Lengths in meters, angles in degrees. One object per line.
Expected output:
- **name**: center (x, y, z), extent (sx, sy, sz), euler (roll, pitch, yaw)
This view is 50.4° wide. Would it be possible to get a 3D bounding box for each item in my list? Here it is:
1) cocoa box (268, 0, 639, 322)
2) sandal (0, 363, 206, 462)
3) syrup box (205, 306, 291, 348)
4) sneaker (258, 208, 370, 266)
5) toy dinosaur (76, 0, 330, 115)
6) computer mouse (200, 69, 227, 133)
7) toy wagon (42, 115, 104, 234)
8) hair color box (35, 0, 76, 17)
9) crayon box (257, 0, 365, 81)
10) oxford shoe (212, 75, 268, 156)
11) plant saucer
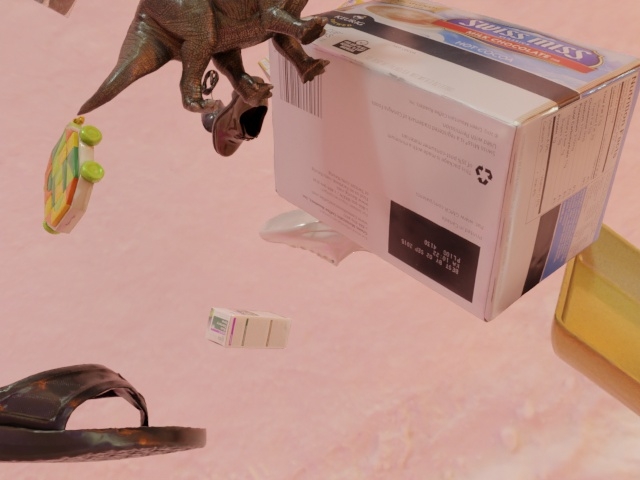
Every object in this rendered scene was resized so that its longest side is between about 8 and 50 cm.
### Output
- **cocoa box**: center (0.136, -0.120, 0.783), extent (0.228, 0.347, 0.231), euler (-28, 133, -33)
- **sandal**: center (-0.314, 0.182, 0.727), extent (0.445, 0.167, 0.107), euler (15, 66, -38)
- **syrup box**: center (-0.202, 0.251, 1.936), extent (0.237, 0.093, 0.096), euler (13, 89, -47)
- **sneaker**: center (0.000, 0.000, 1.084), extent (0.212, 0.080, 0.094), euler (-3, 119, 28)
- **toy dinosaur**: center (-0.089, -0.211, 0.635), extent (0.313, 0.121, 0.160), euler (-32, 78, 8)
- **computer mouse**: center (-0.285, -0.370, 1.768), extent (0.071, 0.242, 0.041), euler (-26, 140, 15)
- **toy wagon**: center (-0.655, -0.188, 1.778), extent (0.068, 0.267, 0.344), euler (14, 49, -39)
- **hair color box**: center (-0.606, -0.748, 1.647), extent (0.113, 0.185, 0.374), euler (30, 97, -4)
- **crayon box**: center (0.010, -0.502, 1.801), extent (0.323, 0.203, 0.083), euler (-34, 126, 2)
- **oxford shoe**: center (-0.180, -0.250, 1.503), extent (0.082, 0.227, 0.096), euler (-3, 59, -31)
- **plant saucer**: center (0.478, 0.146, 1.006), extent (0.333, 0.333, 0.081), euler (37, 129, 3)
